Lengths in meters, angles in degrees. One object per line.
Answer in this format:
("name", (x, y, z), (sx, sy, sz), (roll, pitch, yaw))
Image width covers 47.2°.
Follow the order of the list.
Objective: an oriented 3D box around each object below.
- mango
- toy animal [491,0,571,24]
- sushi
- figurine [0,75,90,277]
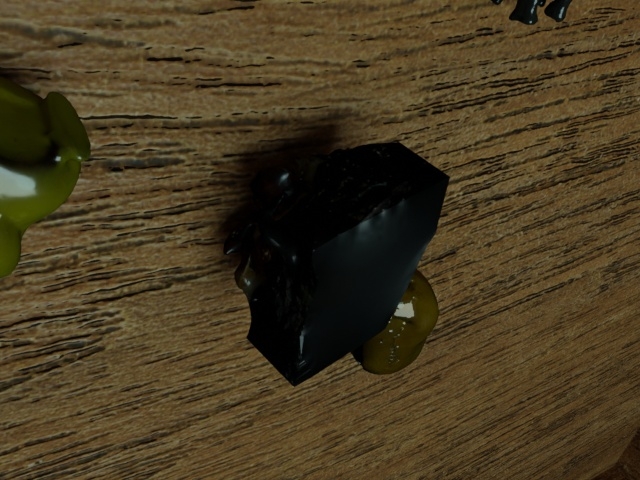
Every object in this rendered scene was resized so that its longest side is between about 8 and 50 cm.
("mango", (0.113, 0.124, 1.163), (0.249, 0.156, 0.151), (77, 32, -46))
("toy animal", (0.261, -0.348, 0.888), (0.245, 0.114, 0.146), (-32, 153, -49))
("sushi", (0.000, 0.001, 0.901), (0.215, 0.212, 0.227), (-26, 142, -31))
("figurine", (-0.351, -0.014, 0.622), (0.218, 0.169, 0.327), (29, 103, -34))
